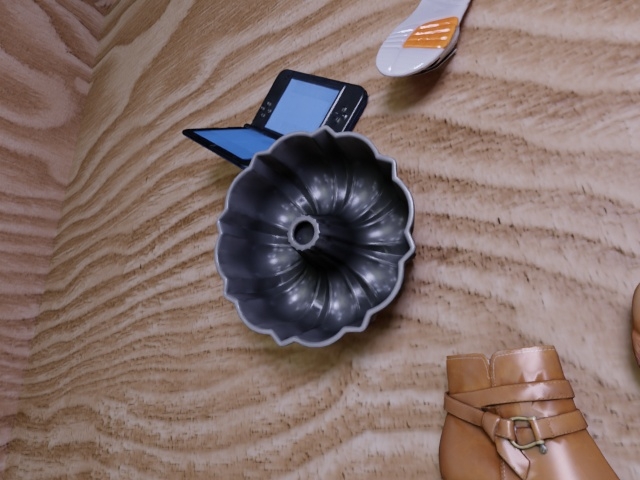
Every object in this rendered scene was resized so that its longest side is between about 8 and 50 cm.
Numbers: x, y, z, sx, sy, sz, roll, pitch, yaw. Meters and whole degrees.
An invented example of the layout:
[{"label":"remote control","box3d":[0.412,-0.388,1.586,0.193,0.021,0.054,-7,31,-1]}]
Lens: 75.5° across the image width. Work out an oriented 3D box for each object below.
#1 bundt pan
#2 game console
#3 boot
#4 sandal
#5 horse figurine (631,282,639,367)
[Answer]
[{"label":"bundt pan","box3d":[0.000,0.000,0.654,0.331,0.124,0.330,-5,77,24]},{"label":"game console","box3d":[-0.099,-0.255,0.830,0.293,0.173,0.250,33,95,41]},{"label":"boot","box3d":[0.256,0.220,0.417,0.284,0.109,0.220,-17,59,42]},{"label":"sandal","box3d":[0.194,-0.348,0.705,0.102,0.076,0.265,25,68,28]},{"label":"horse figurine","box3d":[0.382,0.048,0.394,0.174,0.066,0.263,27,89,36]}]
